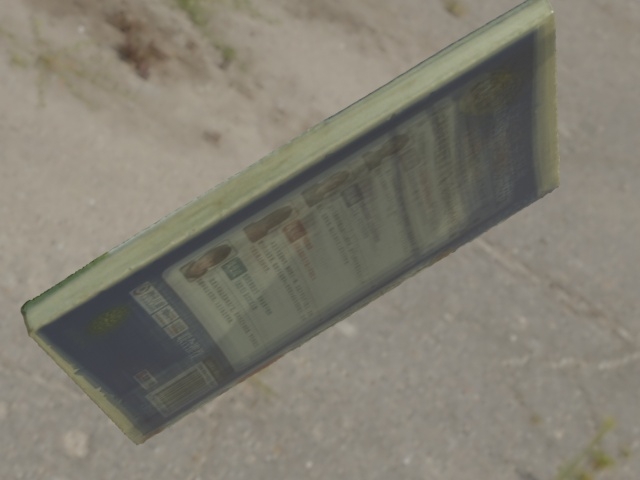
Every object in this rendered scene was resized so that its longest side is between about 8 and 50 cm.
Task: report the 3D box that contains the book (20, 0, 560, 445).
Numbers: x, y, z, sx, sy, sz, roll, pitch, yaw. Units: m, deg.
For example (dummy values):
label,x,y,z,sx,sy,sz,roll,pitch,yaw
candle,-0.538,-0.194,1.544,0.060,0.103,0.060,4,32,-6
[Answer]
label,x,y,z,sx,sy,sz,roll,pitch,yaw
book,0.000,0.000,0.920,0.018,0.322,0.228,56,-6,24
